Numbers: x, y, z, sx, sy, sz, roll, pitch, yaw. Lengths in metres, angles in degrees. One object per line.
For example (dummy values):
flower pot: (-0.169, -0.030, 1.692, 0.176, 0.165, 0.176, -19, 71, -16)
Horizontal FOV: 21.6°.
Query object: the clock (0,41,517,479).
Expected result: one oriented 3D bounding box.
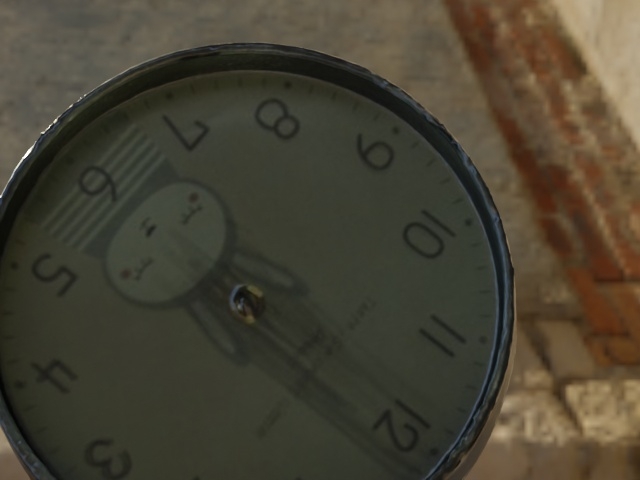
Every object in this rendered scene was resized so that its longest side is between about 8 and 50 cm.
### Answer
clock: (-0.029, 0.025, 0.653, 0.042, 0.215, 0.215, 88, 179, -73)
